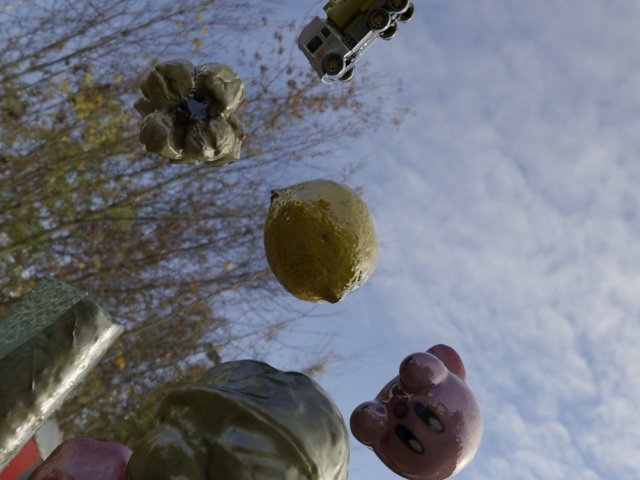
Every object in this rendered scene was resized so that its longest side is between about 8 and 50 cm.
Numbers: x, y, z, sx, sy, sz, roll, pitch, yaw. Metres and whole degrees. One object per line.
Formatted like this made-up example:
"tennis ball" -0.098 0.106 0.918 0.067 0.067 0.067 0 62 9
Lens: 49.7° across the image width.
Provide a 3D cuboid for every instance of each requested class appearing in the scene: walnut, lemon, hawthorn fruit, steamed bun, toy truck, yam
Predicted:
"walnut" -0.105 0.304 0.944 0.277 0.281 0.253 8 -26 29
"lemon" 0.002 0.009 1.362 0.228 0.229 0.253 -37 -118 59
"hawthorn fruit" -0.345 0.415 1.053 0.253 0.205 0.205 14 -47 63
"steamed bun" -0.219 -0.216 1.132 0.193 0.177 0.106 4 -11 2
"toy truck" 0.063 -0.373 1.159 0.227 0.098 0.114 -43 -95 15
"yam" -0.201 0.100 0.432 0.068 0.169 0.068 34 -16 11

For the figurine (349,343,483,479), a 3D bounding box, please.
"figurine" 0.201 0.344 1.309 0.211 0.270 0.261 46 1 18
